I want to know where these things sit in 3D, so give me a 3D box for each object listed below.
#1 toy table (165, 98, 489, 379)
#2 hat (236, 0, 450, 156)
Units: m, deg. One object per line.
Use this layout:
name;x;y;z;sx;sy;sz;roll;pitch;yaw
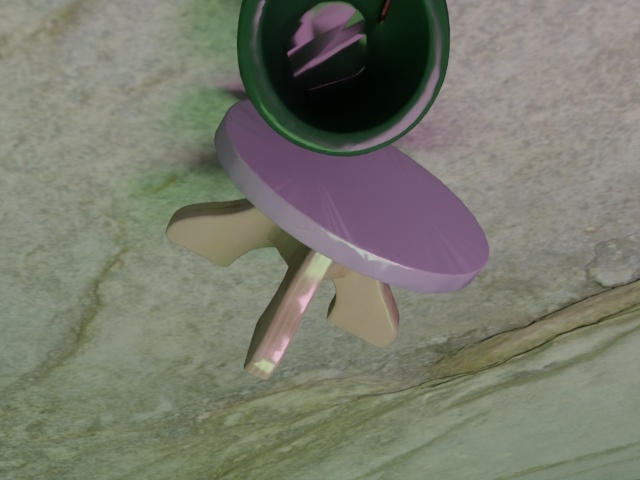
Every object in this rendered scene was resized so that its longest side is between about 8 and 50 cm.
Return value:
toy table;0.000;0.000;0.921;0.274;0.252;0.161;35;127;-2
hat;0.007;-0.169;0.841;0.173;0.183;0.208;-5;108;-8
